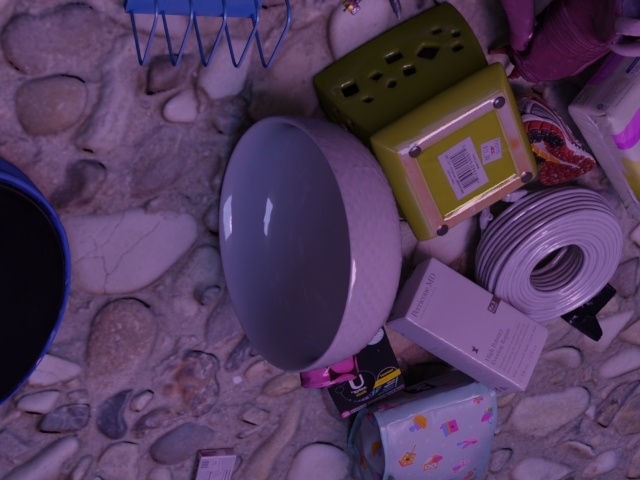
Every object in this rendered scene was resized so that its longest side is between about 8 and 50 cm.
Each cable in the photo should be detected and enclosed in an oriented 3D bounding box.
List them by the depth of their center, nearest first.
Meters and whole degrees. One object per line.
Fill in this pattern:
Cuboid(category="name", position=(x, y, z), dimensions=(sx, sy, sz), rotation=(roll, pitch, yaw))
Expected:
Cuboid(category="cable", position=(0.376, 0.024, 1.614), dimensions=(0.257, 0.089, 0.257), rotation=(-12, 133, -15))

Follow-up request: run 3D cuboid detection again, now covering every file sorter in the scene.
Cuboid(category="file sorter", position=(-0.133, -0.272, 1.169), dimensions=(0.170, 0.104, 0.118), rotation=(-4, 155, -23))

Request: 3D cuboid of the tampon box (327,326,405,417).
Cuboid(category="tampon box", position=(0.050, 0.180, 1.589), dimensions=(0.120, 0.101, 0.161), rotation=(-26, 129, -4))

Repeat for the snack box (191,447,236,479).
Cuboid(category="snack box", position=(-0.196, 0.435, 1.714), dimensions=(0.064, 0.022, 0.178), rotation=(1, 122, -24))

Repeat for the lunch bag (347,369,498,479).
Cuboid(category="lunch bag", position=(0.176, 0.324, 1.683), dimensions=(0.223, 0.160, 0.262), rotation=(-13, 145, -13))

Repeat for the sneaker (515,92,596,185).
Cuboid(category="sneaker", position=(0.353, -0.154, 1.495), dimensions=(0.088, 0.093, 0.225), rotation=(-21, 151, 23))

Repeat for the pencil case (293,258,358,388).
Cuboid(category="pencil case", position=(0.004, 0.114, 1.465), dimensions=(0.098, 0.095, 0.209), rotation=(-3, 83, -33))

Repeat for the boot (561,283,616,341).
Cuboid(category="boot", position=(0.496, 0.122, 1.776), dimensions=(0.121, 0.045, 0.099), rotation=(31, 101, -37))

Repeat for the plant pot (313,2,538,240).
Cuboid(category="plant pot", position=(0.155, -0.148, 1.341), dimensions=(0.227, 0.207, 0.228), rotation=(-30, 130, -1))

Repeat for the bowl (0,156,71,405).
Cuboid(category="bowl", position=(-0.475, 0.077, 1.201), dimensions=(0.391, 0.077, 0.391), rotation=(-31, 134, -39))

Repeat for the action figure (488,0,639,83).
Cuboid(category="action figure", position=(0.360, -0.279, 1.280), dimensions=(0.248, 0.276, 0.370), rotation=(12, 156, -25))

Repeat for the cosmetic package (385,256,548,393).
Cuboid(category="cosmetic package", position=(0.234, 0.138, 1.565), dimensions=(0.231, 0.085, 0.117), rotation=(31, 68, -10))

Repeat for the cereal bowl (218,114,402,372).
Cuboid(category="cereal bowl", position=(0.000, 0.000, 1.309), dimensions=(0.141, 0.339, 0.339), rotation=(-7, 126, -34))

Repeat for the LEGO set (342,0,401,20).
Cuboid(category="LEGO set", position=(0.090, -0.429, 1.075), dimensions=(0.255, 0.192, 0.331), rotation=(-23, 108, 1))

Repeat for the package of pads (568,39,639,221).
Cuboid(category="package of pads", position=(0.523, -0.187, 1.501), dimensions=(0.229, 0.101, 0.296), rotation=(-50, 130, -9))
